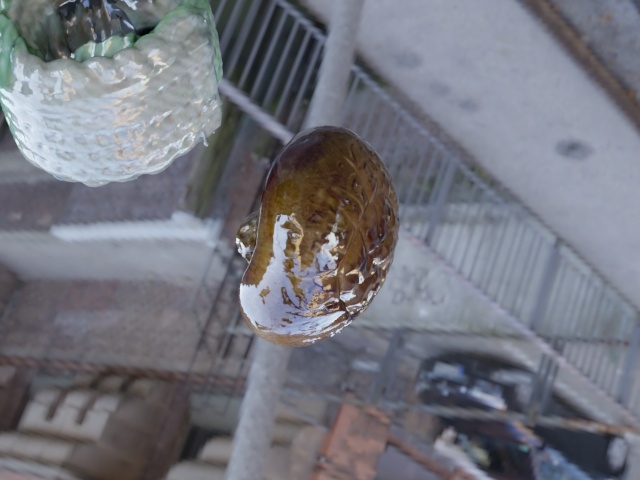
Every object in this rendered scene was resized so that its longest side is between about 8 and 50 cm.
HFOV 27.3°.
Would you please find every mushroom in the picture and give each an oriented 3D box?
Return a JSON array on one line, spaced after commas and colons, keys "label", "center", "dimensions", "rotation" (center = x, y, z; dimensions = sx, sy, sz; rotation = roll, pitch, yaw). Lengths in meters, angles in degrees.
[{"label": "mushroom", "center": [0.000, 0.000, 1.466], "dimensions": [0.153, 0.253, 0.253], "rotation": [20, 161, 20]}]

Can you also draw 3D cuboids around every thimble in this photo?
[{"label": "thimble", "center": [-0.197, -0.164, 1.233], "dimensions": [0.219, 0.219, 0.150], "rotation": [14, 143, 16]}]

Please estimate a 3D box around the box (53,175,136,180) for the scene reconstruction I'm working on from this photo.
[{"label": "box", "center": [-0.288, -0.116, 1.669], "dimensions": [0.126, 0.031, 0.091], "rotation": [1, 128, 9]}]
